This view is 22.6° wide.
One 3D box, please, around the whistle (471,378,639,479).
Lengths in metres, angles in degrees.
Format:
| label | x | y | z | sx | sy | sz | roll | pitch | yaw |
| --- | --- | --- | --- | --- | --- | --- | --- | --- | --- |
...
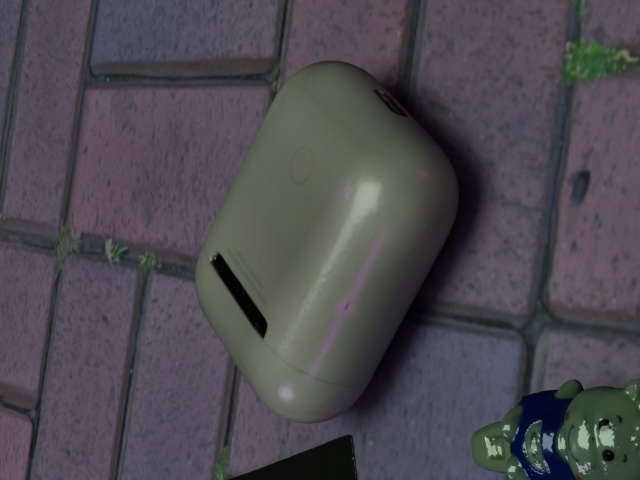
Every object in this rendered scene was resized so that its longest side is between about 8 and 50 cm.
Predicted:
| label | x | y | z | sx | sy | sz | roll | pitch | yaw |
| --- | --- | --- | --- | --- | --- | --- | --- | --- | --- |
| whistle | 0.220 | 0.180 | 1.427 | 0.244 | 0.092 | 0.110 | -13 | 83 | 51 |

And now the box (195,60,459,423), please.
| label | x | y | z | sx | sy | sz | roll | pitch | yaw |
| --- | --- | --- | --- | --- | --- | --- | --- | --- | --- |
| box | -0.001 | 0.000 | 1.723 | 0.288 | 0.141 | 0.349 | 51 | 123 | 44 |

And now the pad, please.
| label | x | y | z | sx | sy | sz | roll | pitch | yaw |
| --- | --- | --- | --- | --- | --- | --- | --- | --- | --- |
| pad | -0.037 | 0.327 | 1.817 | 0.265 | 0.009 | 0.159 | -28 | 61 | 46 |
